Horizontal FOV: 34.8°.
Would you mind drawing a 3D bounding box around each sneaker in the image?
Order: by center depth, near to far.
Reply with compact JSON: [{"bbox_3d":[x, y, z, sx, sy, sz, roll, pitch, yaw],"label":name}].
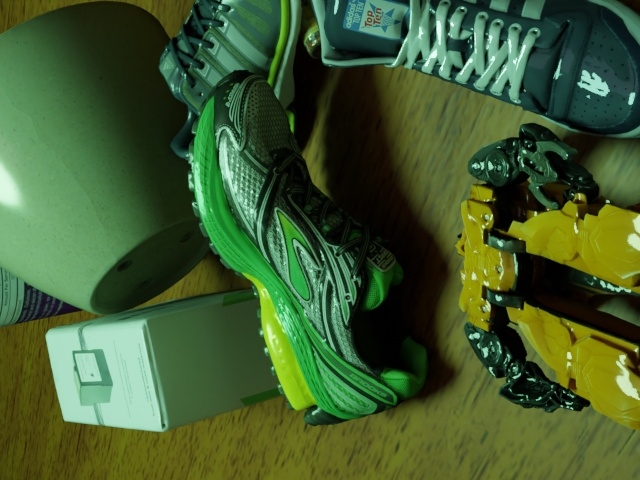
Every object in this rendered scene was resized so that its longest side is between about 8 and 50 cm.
[{"bbox_3d":[0.104,-0.145,0.730,0.282,0.153,0.099,42,131,41],"label":"sneaker"},{"bbox_3d":[0.000,0.000,0.935,0.146,0.134,0.343,-18,103,37],"label":"sneaker"},{"bbox_3d":[-0.090,-0.188,0.964,0.111,0.121,0.300,51,150,45],"label":"sneaker"}]

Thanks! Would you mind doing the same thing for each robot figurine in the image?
[{"bbox_3d":[0.194,0.034,0.693,0.291,0.085,0.211,27,121,59],"label":"robot figurine"}]

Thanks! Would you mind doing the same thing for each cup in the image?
[{"bbox_3d":[-0.246,-0.059,1.128,0.237,0.331,0.331,53,138,16],"label":"cup"}]

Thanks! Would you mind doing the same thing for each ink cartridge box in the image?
[{"bbox_3d":[-0.157,0.127,1.130,0.273,0.198,0.114,-11,91,56],"label":"ink cartridge box"}]

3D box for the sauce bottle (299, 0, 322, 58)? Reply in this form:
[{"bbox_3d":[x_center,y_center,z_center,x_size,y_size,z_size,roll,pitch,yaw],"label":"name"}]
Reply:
[{"bbox_3d":[-0.017,-0.235,0.973,0.042,0.042,0.128,-48,61,49],"label":"sauce bottle"}]

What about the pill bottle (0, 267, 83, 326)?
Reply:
[{"bbox_3d":[-0.405,0.019,1.340,0.181,0.323,0.181,19,114,51],"label":"pill bottle"}]
